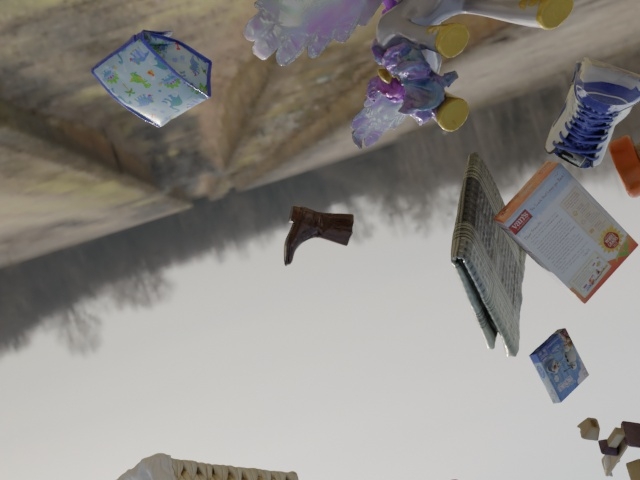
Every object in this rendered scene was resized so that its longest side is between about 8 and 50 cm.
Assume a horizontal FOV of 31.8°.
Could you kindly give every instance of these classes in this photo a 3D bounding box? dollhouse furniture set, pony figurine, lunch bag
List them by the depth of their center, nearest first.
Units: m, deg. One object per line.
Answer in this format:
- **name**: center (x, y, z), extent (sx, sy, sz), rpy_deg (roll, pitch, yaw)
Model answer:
- **dollhouse furniture set**: center (0.348, 0.281, 1.324), extent (0.091, 0.081, 0.114), rpy_deg (10, -140, -12)
- **pony figurine**: center (0.121, -0.291, 1.529), extent (0.351, 0.303, 0.363), rpy_deg (-46, -146, 8)
- **lunch bag**: center (-0.269, -0.267, 1.791), extent (0.129, 0.096, 0.151), rpy_deg (-27, 143, 33)

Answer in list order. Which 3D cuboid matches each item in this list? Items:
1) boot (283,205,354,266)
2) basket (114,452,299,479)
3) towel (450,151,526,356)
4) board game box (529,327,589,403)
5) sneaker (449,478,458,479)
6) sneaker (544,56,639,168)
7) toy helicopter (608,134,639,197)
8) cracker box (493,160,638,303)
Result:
- **boot**: center (0.000, 0.000, 1.866), extent (0.114, 0.106, 0.037), rpy_deg (11, -177, -12)
- **basket**: center (-0.180, 0.503, 1.505), extent (0.266, 0.331, 0.328), rpy_deg (14, 138, -39)
- **towel**: center (0.338, 0.033, 2.268), extent (0.056, 0.324, 0.312), rpy_deg (-12, -139, 25)
- **board game box**: center (0.383, 0.200, 1.799), extent (0.090, 0.090, 0.020), rpy_deg (-33, -171, -39)
- **sneaker**: center (0.283, 0.582, 2.442), extent (0.047, 0.119, 0.057), rpy_deg (10, -164, -39)
- **sneaker**: center (0.478, -0.212, 1.948), extent (0.128, 0.182, 0.315), rpy_deg (19, -172, 5)
- **toy helicopter**: center (0.516, 0.009, 1.480), extent (0.140, 0.355, 0.235), rpy_deg (-24, 148, 18)
- **cracker box**: center (0.461, -0.016, 2.111), extent (0.155, 0.232, 0.067), rpy_deg (-47, -165, -2)
